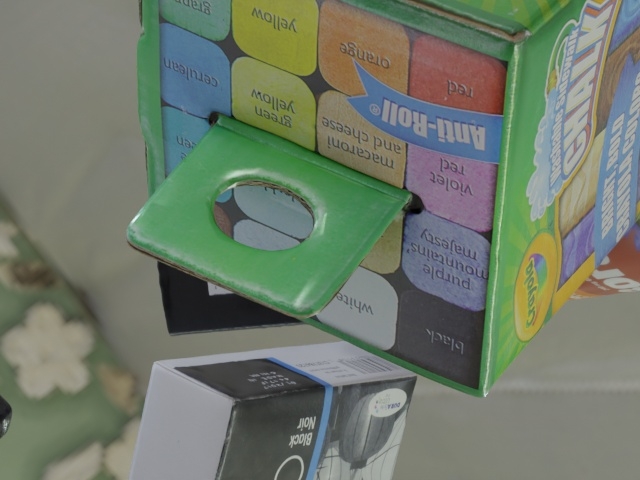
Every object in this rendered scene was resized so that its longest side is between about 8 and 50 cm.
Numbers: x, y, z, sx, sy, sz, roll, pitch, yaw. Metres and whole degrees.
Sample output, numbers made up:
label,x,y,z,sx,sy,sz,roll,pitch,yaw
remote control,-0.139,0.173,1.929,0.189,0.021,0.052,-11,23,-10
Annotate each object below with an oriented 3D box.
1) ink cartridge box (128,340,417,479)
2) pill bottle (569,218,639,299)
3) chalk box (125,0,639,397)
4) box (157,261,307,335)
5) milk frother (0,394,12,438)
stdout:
label,x,y,z,sx,sy,sz,roll,pitch,yaw
ink cartridge box,-0.052,0.222,1.047,0.065,0.165,0.332,23,-75,34
pill bottle,0.172,-0.027,1.160,0.216,0.121,0.121,-12,-65,50
chalk box,0.029,-0.054,0.594,0.132,0.213,0.132,24,-47,24
box,0.000,0.000,1.378,0.153,0.207,0.108,-6,-88,27
milk frother,-0.258,0.133,1.112,0.135,0.129,0.143,38,-60,15
